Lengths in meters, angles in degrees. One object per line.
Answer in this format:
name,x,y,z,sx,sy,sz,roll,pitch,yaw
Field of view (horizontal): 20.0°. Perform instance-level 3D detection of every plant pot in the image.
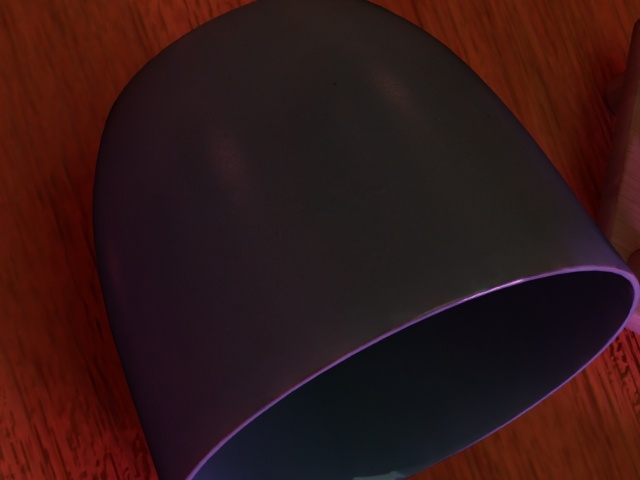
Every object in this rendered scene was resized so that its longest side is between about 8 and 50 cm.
plant pot,0.000,0.000,1.061,0.293,0.293,0.235,-13,64,-34

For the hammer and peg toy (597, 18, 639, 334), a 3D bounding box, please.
hammer and peg toy,0.361,0.005,1.361,0.361,0.127,0.266,26,60,-21
